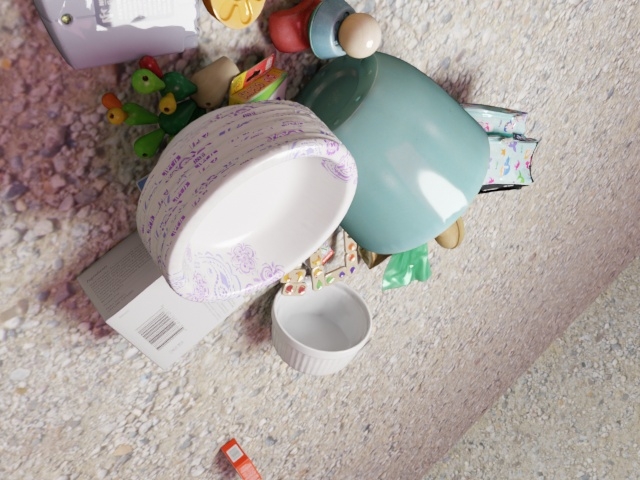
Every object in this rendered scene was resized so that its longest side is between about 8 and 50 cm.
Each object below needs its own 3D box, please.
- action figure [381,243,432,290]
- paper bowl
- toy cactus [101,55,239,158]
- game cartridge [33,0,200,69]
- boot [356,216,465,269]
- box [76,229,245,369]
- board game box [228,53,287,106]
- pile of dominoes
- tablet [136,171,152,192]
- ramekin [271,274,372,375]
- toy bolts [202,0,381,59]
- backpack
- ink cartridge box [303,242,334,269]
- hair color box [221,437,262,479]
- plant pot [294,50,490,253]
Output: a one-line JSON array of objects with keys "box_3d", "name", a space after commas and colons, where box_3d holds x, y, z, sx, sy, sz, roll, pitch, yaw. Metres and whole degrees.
[{"box_3d": [0.187, -0.012, 1.262, 0.137, 0.063, 0.232, -18, 126, -28], "name": "action figure"}, {"box_3d": [-0.103, -0.062, 0.781, 0.284, 0.148, 0.284, -29, 154, -16], "name": "paper bowl"}, {"box_3d": [-0.188, -0.179, 0.803, 0.180, 0.112, 0.219, -48, 152, -15], "name": "toy cactus"}, {"box_3d": [-0.232, -0.345, 0.651, 0.196, 0.060, 0.294, -25, 137, -35], "name": "game cartridge"}, {"box_3d": [0.205, -0.016, 1.376, 0.269, 0.089, 0.236, -34, 129, -21], "name": "boot"}, {"box_3d": [-0.249, 0.079, 0.953, 0.182, 0.119, 0.181, -41, 143, -12], "name": "box"}, {"box_3d": [-0.103, -0.147, 0.920, 0.124, 0.039, 0.259, -52, 157, -46], "name": "board game box"}, {"box_3d": [0.000, 0.000, 1.164, 0.196, 0.040, 0.251, -24, 125, -28], "name": "pile of dominoes"}, {"box_3d": [-0.237, -0.092, 0.909, 0.083, 0.006, 0.054, -35, 142, -17], "name": "tablet"}, {"box_3d": [-0.007, 0.182, 1.235, 0.207, 0.207, 0.109, -19, 143, -35], "name": "ramekin"}, {"box_3d": [-0.015, -0.320, 0.779, 0.218, 0.158, 0.228, -54, 148, -18], "name": "toy bolts"}, {"box_3d": [0.288, -0.181, 1.200, 0.253, 0.225, 0.191, -14, 109, -32], "name": "backpack"}, {"box_3d": [-0.007, 0.032, 1.238, 0.063, 0.029, 0.115, -47, 143, -5], "name": "ink cartridge box"}, {"box_3d": [-0.195, 0.556, 1.476, 0.043, 0.072, 0.141, -34, 142, -19], "name": "hair color box"}, {"box_3d": [0.085, -0.161, 0.964, 0.235, 0.293, 0.293, 38, 93, -35], "name": "plant pot"}]
